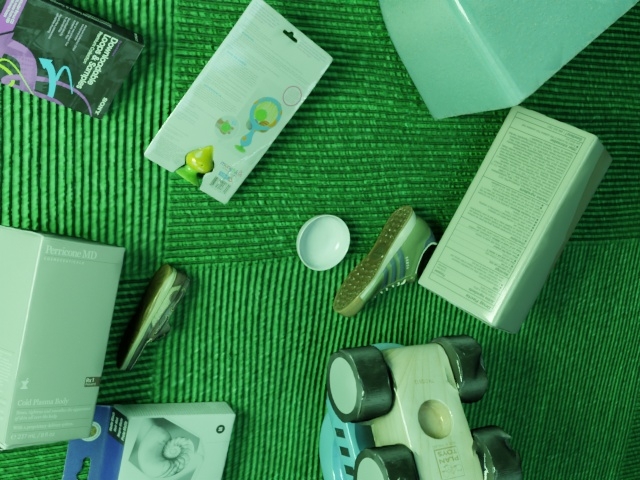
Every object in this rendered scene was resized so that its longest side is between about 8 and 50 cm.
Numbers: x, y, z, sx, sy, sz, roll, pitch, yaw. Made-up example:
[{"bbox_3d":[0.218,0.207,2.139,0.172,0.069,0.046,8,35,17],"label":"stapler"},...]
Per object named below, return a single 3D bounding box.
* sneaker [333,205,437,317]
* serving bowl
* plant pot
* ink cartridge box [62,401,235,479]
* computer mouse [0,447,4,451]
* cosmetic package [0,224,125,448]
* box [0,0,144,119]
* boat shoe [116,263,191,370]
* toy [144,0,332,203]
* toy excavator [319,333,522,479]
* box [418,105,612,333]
[{"bbox_3d":[0.106,0.048,1.252,0.086,0.064,0.192,38,84,-28],"label":"sneaker"},{"bbox_3d":[0.000,0.000,1.201,0.083,0.027,0.083,-9,111,-25],"label":"serving bowl"},{"bbox_3d":[0.211,-0.337,1.081,0.247,0.248,0.252,-41,104,-10],"label":"plant pot"},{"bbox_3d":[-0.246,0.335,1.175,0.224,0.045,0.223,5,105,-29],"label":"ink cartridge box"},{"bbox_3d":[-0.432,0.158,0.996,0.188,0.072,0.272,-12,113,-24],"label":"computer mouse"},{"bbox_3d":[-0.323,0.108,0.975,0.127,0.107,0.238,8,94,-54],"label":"cosmetic package"},{"bbox_3d":[-0.296,-0.211,0.937,0.162,0.029,0.116,17,126,-33],"label":"box"},{"bbox_3d":[-0.219,0.108,1.103,0.049,0.056,0.152,27,93,-28],"label":"boat shoe"},{"bbox_3d":[-0.109,-0.177,1.063,0.137,0.056,0.237,32,95,-37],"label":"toy"},{"bbox_3d":[0.099,0.399,1.300,0.222,0.445,0.433,-5,68,-26],"label":"toy excavator"},{"bbox_3d":[0.295,-0.029,1.266,0.121,0.148,0.311,22,98,-58],"label":"box"}]
